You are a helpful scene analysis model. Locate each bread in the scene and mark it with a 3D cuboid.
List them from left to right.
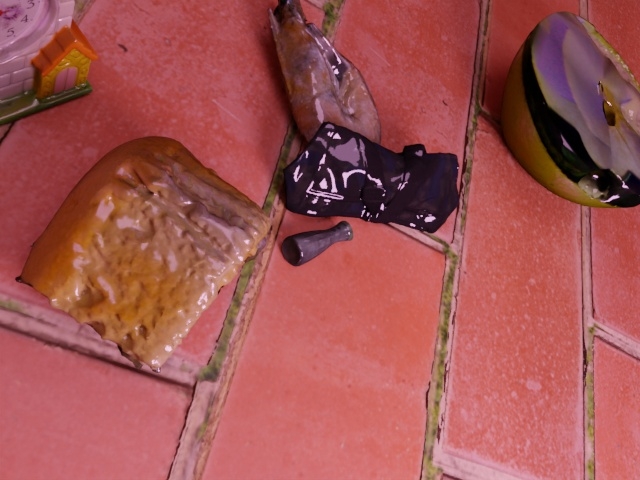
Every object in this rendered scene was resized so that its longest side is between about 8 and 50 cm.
[{"bbox_3d":[-0.171,-0.016,0.578,0.204,0.162,0.262,34,42,-3],"label":"bread"}]

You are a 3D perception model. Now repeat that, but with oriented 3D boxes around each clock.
[{"bbox_3d":[-0.322,-0.211,0.497,0.220,0.255,0.106,-37,93,-35],"label":"clock"}]

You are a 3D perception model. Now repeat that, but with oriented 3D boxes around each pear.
[{"bbox_3d":[0.487,-0.227,1.055,0.399,0.165,0.399,12,66,-28],"label":"pear"}]

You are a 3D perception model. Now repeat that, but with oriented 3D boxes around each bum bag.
[{"bbox_3d":[0.088,-0.087,0.796,0.310,0.074,0.137,6,108,-31],"label":"bum bag"}]

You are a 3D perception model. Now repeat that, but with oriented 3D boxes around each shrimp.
[{"bbox_3d":[0.008,-0.258,0.837,0.168,0.077,0.317,-15,85,-42],"label":"shrimp"}]

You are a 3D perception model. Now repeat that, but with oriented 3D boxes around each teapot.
[{"bbox_3d":[0.000,0.000,0.748,0.111,0.043,0.043,-22,84,-40],"label":"teapot"}]
